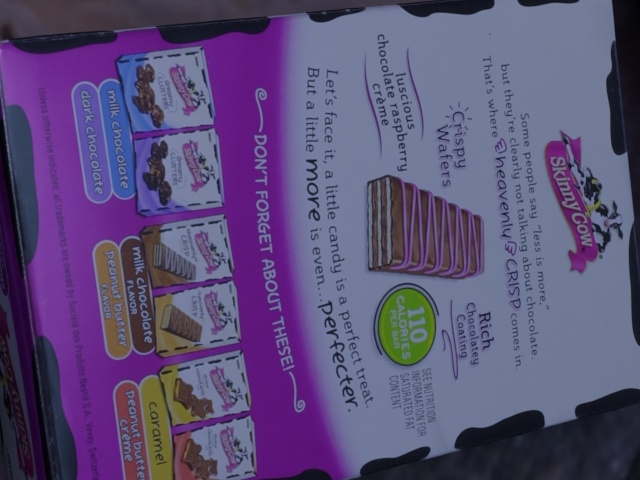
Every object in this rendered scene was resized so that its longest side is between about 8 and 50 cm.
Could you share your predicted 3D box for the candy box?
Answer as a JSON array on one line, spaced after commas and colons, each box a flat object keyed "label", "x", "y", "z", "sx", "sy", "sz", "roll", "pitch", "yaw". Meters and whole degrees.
[{"label": "candy box", "x": 0.000, "y": 0.000, "z": 0.506, "sx": 0.233, "sy": 0.071, "sz": 0.159, "roll": -9, "pitch": 96, "yaw": -26}]
